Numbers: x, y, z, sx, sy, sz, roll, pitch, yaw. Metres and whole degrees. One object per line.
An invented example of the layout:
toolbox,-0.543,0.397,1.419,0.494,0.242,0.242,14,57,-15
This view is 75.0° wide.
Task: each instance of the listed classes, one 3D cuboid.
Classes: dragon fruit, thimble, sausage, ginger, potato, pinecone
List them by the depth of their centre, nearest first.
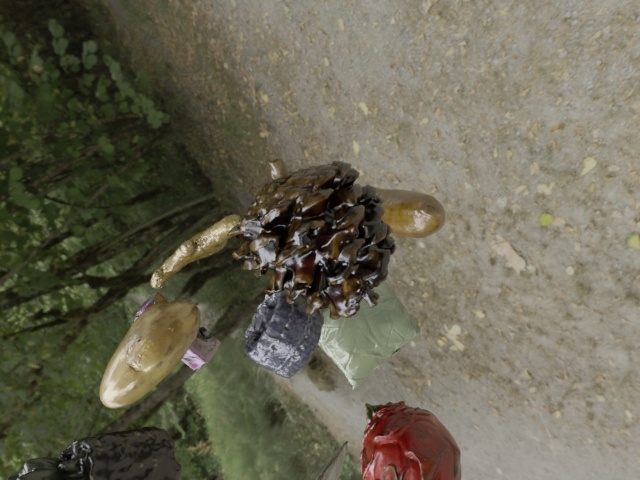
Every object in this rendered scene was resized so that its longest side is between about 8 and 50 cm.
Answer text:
pinecone,-0.001,-0.003,0.624,0.257,0.243,0.243,45,153,11
dragon fruit,0.147,0.368,0.691,0.209,0.172,0.172,-94,-10,-53
thimble,-0.067,0.160,0.753,0.097,0.150,0.150,30,159,-16
potato,-0.341,0.214,0.837,0.128,0.235,0.161,40,172,-8
sausage,0.182,-0.086,1.153,0.136,0.123,0.501,25,180,-26
ginger,-0.361,0.027,1.214,0.081,0.333,0.148,57,175,-9

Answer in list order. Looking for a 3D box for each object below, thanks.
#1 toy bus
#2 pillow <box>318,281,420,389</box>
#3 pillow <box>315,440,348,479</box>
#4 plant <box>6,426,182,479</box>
toy bus,-0.449,0.289,1.310,0.090,0.112,0.274,-38,109,22
pillow,0.129,0.261,1.255,0.274,0.280,0.076,53,172,-16
pillow,0.013,0.517,0.889,0.038,0.131,0.232,18,-177,19
plant,-0.288,0.323,0.533,0.129,0.194,0.132,-46,62,27
